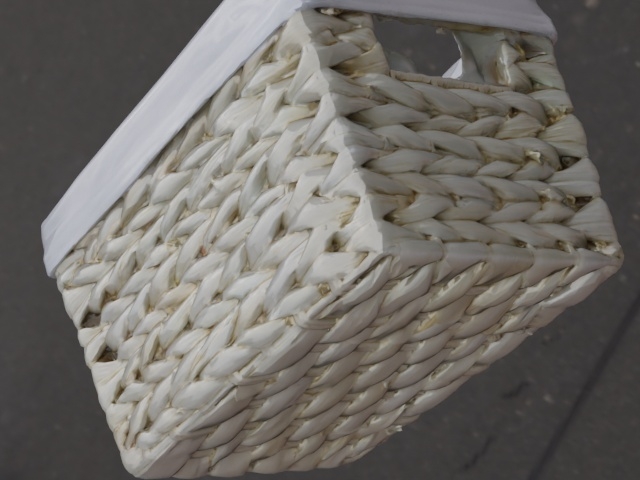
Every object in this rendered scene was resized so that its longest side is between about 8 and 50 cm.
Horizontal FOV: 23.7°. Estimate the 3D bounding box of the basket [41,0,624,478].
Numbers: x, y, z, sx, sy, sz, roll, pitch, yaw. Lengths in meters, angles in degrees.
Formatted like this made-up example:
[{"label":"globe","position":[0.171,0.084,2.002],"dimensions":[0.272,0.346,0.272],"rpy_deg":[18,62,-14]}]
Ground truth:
[{"label":"basket","position":[0.000,0.000,0.495],"dimensions":[0.167,0.113,0.103],"rpy_deg":[-44,55,41]}]
